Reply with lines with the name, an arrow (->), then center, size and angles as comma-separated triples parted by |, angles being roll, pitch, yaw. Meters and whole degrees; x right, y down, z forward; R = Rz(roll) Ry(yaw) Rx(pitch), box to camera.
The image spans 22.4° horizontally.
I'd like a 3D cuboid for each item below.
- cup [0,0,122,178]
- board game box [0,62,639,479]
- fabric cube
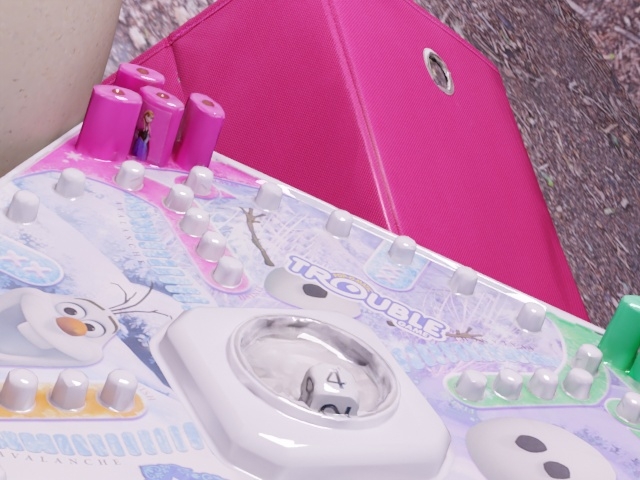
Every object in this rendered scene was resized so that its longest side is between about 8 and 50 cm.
cup -> -0.233, -0.194, 0.882 | 0.331, 0.237, 0.331 | 28, 31, -19
board game box -> -0.002, 0.058, 0.740 | 0.390, 0.050, 0.390 | 24, 27, 8
fabric cube -> 0.000, 0.000, 1.124 | 0.254, 0.259, 0.258 | 26, 41, -49
